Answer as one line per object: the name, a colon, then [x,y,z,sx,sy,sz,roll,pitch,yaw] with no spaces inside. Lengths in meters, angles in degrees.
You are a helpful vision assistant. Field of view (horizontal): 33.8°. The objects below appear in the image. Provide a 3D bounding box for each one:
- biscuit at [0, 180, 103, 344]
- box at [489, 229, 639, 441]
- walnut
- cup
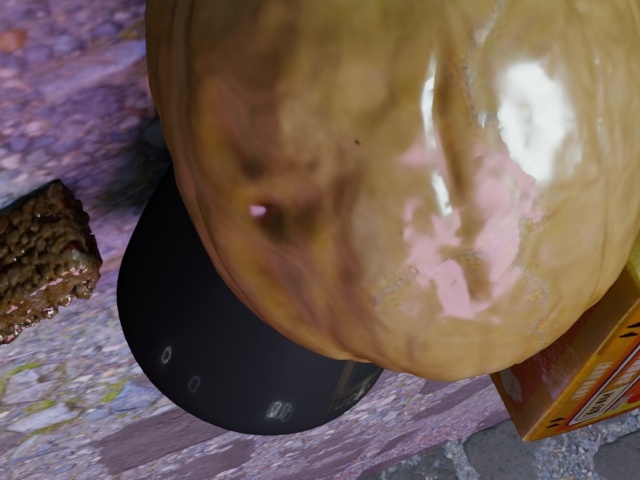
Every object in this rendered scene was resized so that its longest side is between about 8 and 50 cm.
biscuit: [-0.214,0.041,0.599,0.199,0.064,0.034,-28,161,10]
box: [0.225,-0.036,0.670,0.259,0.214,0.283,-22,157,-11]
walnut: [0.031,-0.054,0.408,0.195,0.222,0.195,-12,-155,5]
cup: [0.000,0.000,0.603,0.223,0.169,0.176,-16,151,-28]
